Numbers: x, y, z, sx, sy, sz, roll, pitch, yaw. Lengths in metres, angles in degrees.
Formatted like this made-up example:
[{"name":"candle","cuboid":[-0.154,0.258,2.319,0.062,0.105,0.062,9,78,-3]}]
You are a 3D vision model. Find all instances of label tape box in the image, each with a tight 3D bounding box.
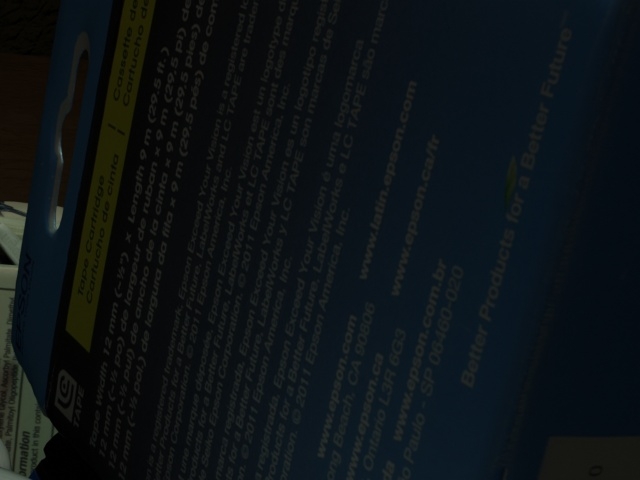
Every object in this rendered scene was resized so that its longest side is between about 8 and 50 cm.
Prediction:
[{"name":"label tape box","cuboid":[0.000,0.000,0.507,0.115,0.249,0.348,4,17,-33]}]

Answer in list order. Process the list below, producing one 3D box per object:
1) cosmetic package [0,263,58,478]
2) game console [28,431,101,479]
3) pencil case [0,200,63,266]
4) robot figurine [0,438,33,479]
[{"name":"cosmetic package","cuboid":[-0.269,0.086,0.688,0.296,0.153,0.129,6,-14,-10]},{"name":"game console","cuboid":[-0.022,0.206,0.528,0.173,0.250,0.293,36,-2,-35]},{"name":"pencil case","cuboid":[-0.156,0.037,1.038,0.410,0.159,0.183,0,-24,-40]},{"name":"robot figurine","cuboid":[-0.181,0.165,0.368,0.354,0.199,0.300,-6,40,13]}]
